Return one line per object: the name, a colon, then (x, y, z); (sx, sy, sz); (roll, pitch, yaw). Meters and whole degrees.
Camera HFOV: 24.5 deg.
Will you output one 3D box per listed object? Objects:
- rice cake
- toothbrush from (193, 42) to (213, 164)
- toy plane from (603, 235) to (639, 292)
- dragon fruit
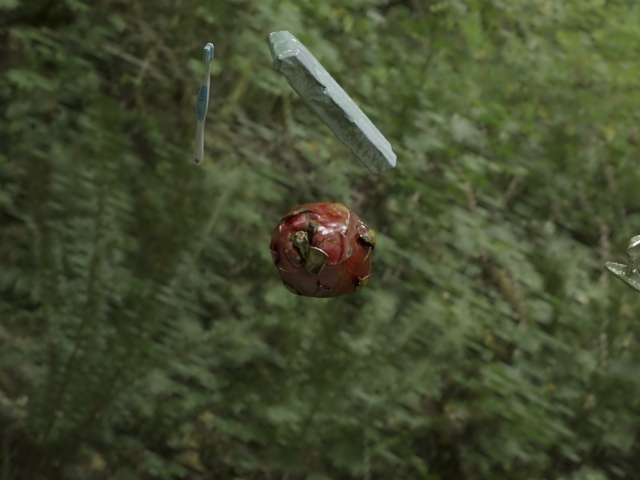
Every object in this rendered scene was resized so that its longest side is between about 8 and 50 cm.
rice cake: (0.016, -0.167, 1.820); (0.226, 0.040, 0.085); (46, 12, -30)
toothbrush: (-0.137, -0.158, 1.726); (0.014, 0.162, 0.017); (19, 37, 15)
toy plane: (0.431, -0.066, 1.649); (0.092, 0.286, 0.108); (42, -7, 33)
dragon fruit: (0.000, 0.000, 1.815); (0.125, 0.125, 0.246); (-20, 15, -1)
